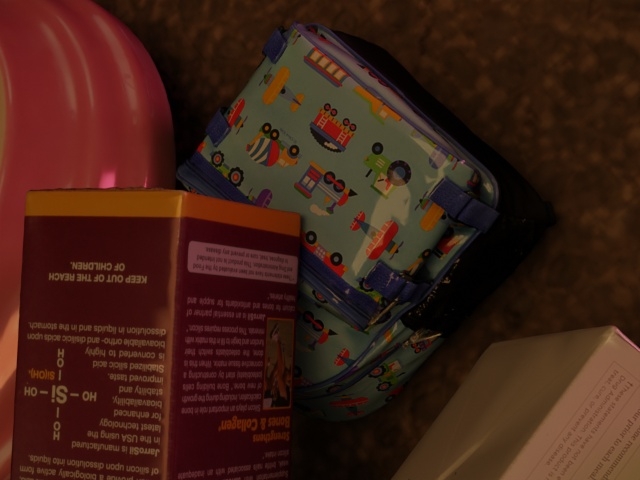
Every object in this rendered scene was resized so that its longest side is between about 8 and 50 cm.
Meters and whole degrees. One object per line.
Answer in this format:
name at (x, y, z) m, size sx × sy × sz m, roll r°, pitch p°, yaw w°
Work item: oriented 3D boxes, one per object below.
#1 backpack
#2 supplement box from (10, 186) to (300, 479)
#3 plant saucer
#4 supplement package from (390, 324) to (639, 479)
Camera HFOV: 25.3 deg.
backpack at (0.000, 0.000, 0.701) m, size 0.158 × 0.117 × 0.173 m, roll 46°, pitch 106°, yaw 21°
supplement box at (-0.068, 0.076, 0.604) m, size 0.080 × 0.104 × 0.188 m, roll 1°, pitch 86°, yaw 27°
plant saucer at (-0.227, 0.000, 0.759) m, size 0.332 × 0.084 × 0.332 m, roll -18°, pitch 58°, yaw 30°
supplement package at (0.108, 0.173, 0.551) m, size 0.203 × 0.149 × 0.194 m, roll 40°, pitch 79°, yaw -4°
